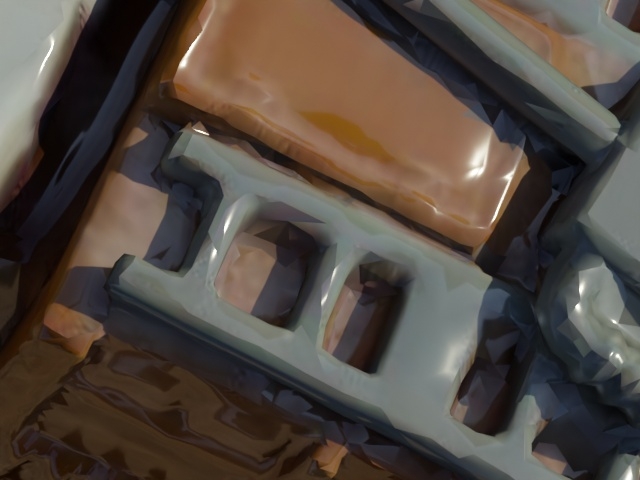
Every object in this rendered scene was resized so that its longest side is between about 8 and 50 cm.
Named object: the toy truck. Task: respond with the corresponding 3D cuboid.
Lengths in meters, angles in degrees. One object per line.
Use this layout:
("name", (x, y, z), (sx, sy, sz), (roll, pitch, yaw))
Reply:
("toy truck", (0.000, 0.000, 0.407), (0.388, 0.207, 0.173), (26, 70, -11))
